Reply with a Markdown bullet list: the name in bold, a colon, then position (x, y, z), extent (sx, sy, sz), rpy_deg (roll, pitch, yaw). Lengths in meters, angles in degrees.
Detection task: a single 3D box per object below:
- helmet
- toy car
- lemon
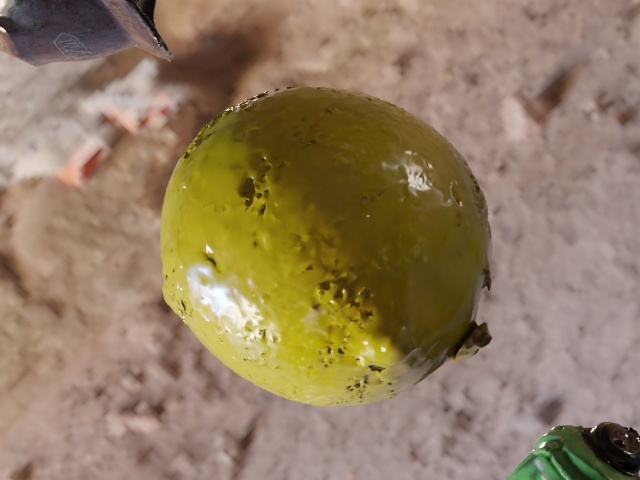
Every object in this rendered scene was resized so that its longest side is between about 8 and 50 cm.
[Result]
- **helmet**: position (-0.263, -0.264, 1.665), extent (0.177, 0.225, 0.305), rpy_deg (-22, 68, 2)
- **toy car**: position (0.337, 0.371, 2.000), extent (0.176, 0.358, 0.213), rpy_deg (-26, -28, -53)
- **lemon**: position (0.000, 0.000, 1.016), extent (0.206, 0.173, 0.173), rpy_deg (32, 76, 34)
